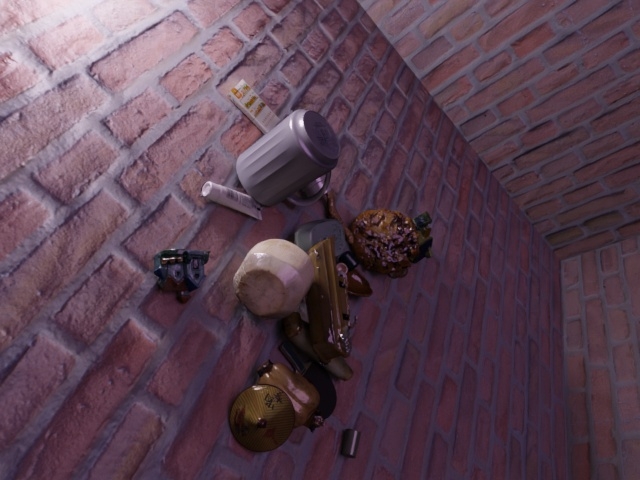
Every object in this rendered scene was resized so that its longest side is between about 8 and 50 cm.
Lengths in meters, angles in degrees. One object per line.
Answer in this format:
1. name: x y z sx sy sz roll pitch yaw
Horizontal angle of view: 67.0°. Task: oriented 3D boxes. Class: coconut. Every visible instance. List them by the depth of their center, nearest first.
1. coconut: -0.148 0.122 1.562 0.245 0.245 0.247 57 22 -6

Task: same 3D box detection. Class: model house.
1. model house: -0.402 0.106 1.407 0.148 0.119 0.149 4 74 -45
2. model house: 0.461 0.000 2.299 0.194 0.170 0.212 -25 88 -51

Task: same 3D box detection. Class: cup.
1. cup: 0.103 0.697 1.654 0.054 0.075 0.083 14 55 3
2. cup: -0.083 -0.272 1.754 0.323 0.326 0.237 42 38 -28

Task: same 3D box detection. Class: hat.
1. hat: -0.166 0.509 1.368 0.192 0.082 0.193 1 82 -4

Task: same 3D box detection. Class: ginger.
1. ginger: 0.058 -0.112 2.021 0.288 0.075 0.089 62 13 -1

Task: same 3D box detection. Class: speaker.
1. speaker: 0.100 0.093 1.921 0.094 0.060 0.075 -38 83 -19

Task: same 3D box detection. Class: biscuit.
1. biscuit: 0.287 -0.001 2.099 0.333 0.081 0.290 -4 77 -20

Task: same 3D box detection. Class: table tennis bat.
1. table tennis bat: -0.044 0.470 1.636 0.301 0.022 0.173 55 40 -9

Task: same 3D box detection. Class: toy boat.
1. toy boat: 0.035 0.189 1.649 0.162 0.136 0.446 16 57 -41

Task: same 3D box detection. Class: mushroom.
1. mushroom: -0.010 0.368 1.677 0.333 0.087 0.107 43 29 -25

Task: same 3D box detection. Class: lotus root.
1. lotus root: -0.094 0.479 1.495 0.257 0.140 0.154 50 55 1

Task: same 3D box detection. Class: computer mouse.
1. computer mouse: -0.006 0.001 1.874 0.288 0.097 0.160 -14 94 -58

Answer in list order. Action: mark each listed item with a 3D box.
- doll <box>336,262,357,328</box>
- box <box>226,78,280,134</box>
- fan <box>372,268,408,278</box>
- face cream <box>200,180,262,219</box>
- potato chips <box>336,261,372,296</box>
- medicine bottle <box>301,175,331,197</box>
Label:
1. doll: 0.043 0.210 1.791 0.154 0.119 0.278 -9 75 -12
2. box: -0.266 -0.533 1.945 0.220 0.032 0.122 45 44 -20
3. fan: 0.318 0.108 2.174 0.226 0.008 0.153 -11 105 -37
4. face cream: -0.301 -0.143 1.686 0.243 0.058 0.092 21 49 -44
5. potato chips: 0.118 0.166 1.943 0.201 0.049 0.150 22 36 -37
6. medicine bottle: -0.059 -0.282 1.939 0.147 0.147 0.247 -36 96 -49
